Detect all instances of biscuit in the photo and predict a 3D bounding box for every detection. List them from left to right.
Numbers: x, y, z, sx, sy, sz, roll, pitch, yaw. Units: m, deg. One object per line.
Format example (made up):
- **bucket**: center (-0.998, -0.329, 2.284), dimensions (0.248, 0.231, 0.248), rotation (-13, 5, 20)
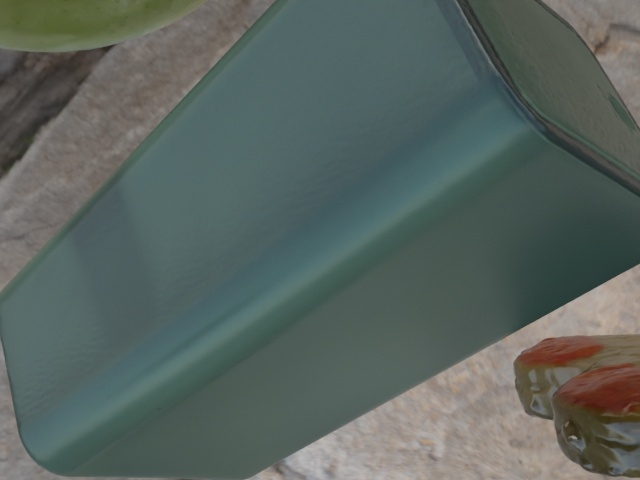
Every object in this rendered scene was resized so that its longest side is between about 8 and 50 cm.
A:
- **biscuit**: center (0.360, 0.095, 0.778), dimensions (0.394, 0.368, 0.076), rotation (-6, 92, 2)

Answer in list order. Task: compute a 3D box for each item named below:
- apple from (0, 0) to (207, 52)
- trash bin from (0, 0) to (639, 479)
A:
- **apple**: center (-0.272, -0.398, 1.036), dimensions (0.360, 0.320, 0.312), rotation (-2, 44, -9)
- **trash bin**: center (0.000, 0.000, 0.566), dimensions (0.343, 0.223, 0.158), rotation (-36, 58, 28)
